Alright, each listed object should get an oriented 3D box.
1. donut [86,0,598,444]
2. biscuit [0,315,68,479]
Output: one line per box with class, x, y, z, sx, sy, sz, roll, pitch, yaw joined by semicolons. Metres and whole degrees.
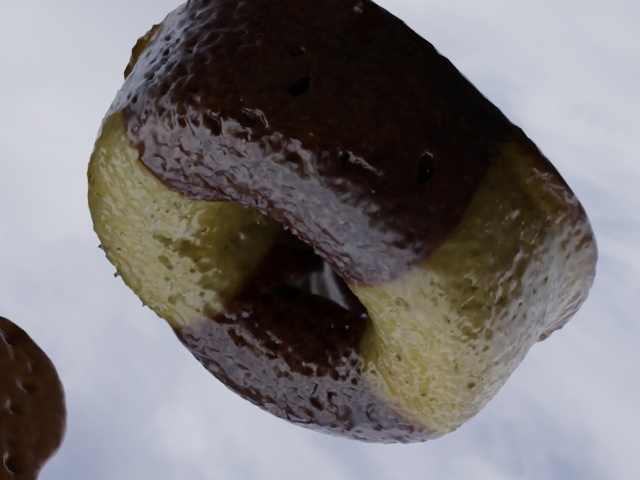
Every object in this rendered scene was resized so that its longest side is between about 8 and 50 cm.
donut;0.000;0.000;0.415;0.184;0.166;0.073;52;-132;-24
biscuit;-0.294;-0.019;0.538;0.455;0.078;0.350;64;-162;7
